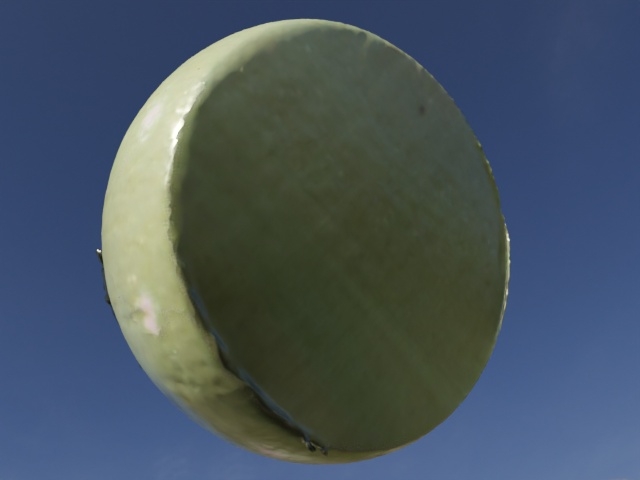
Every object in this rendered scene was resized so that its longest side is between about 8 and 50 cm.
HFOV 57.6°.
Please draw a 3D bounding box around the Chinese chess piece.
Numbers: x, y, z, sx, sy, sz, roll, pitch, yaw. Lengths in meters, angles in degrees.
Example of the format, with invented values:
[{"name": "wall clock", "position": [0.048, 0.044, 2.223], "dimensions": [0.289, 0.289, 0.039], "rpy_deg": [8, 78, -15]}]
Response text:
[{"name": "Chinese chess piece", "position": [0.000, 0.000, 0.486], "dimensions": [0.349, 0.349, 0.146], "rpy_deg": [33, -26, -26]}]
